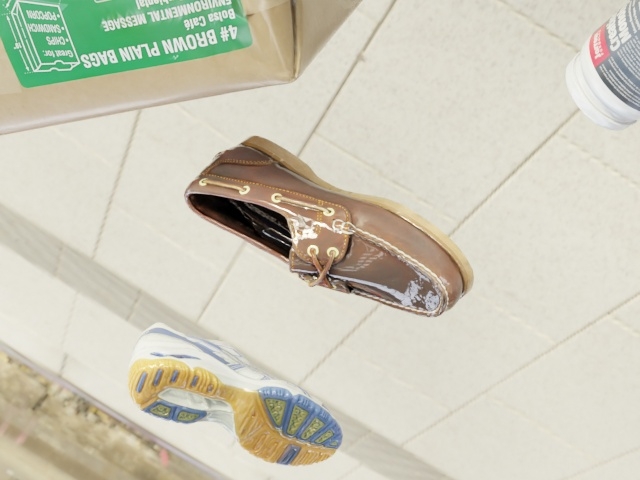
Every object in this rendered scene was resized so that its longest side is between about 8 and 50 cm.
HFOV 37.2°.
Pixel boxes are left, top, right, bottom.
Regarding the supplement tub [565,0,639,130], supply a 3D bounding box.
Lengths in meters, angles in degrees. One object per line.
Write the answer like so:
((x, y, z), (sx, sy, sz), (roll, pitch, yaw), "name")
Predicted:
((0.593, -0.339, 1.705), (0.191, 0.191, 0.272), (36, 140, -9), "supplement tub")

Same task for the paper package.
((-0.145, -0.206, 0.685), (0.324, 0.309, 0.168), (-7, 117, 19), "paper package")

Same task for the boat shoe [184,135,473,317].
((0.000, 0.000, 0.644), (0.207, 0.073, 0.073), (27, 136, 26), "boat shoe")

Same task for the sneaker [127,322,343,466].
((-0.101, 0.185, 1.216), (0.296, 0.131, 0.112), (28, 110, -21), "sneaker")
